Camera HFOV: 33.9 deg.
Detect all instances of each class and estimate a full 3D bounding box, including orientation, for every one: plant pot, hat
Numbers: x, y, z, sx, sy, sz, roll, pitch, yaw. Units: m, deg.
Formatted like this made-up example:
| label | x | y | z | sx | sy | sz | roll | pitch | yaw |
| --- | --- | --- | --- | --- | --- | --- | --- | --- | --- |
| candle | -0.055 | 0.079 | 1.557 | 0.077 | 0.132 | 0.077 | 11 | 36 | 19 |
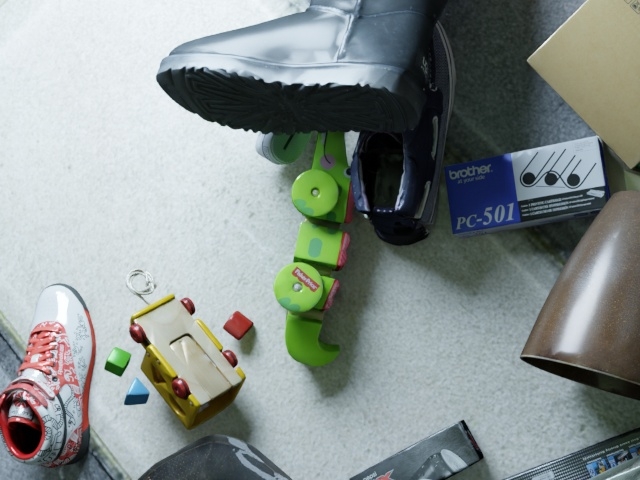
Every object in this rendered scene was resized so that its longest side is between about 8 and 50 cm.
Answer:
| label | x | y | z | sx | sy | sz | roll | pitch | yaw |
| --- | --- | --- | --- | --- | --- | --- | --- | --- | --- |
| plant pot | 0.379 | 0.065 | 1.273 | 0.215 | 0.215 | 0.230 | 16 | 81 | 17 |
| hat | -0.122 | 0.432 | 1.388 | 0.331 | 0.134 | 0.331 | -11 | 61 | 21 |

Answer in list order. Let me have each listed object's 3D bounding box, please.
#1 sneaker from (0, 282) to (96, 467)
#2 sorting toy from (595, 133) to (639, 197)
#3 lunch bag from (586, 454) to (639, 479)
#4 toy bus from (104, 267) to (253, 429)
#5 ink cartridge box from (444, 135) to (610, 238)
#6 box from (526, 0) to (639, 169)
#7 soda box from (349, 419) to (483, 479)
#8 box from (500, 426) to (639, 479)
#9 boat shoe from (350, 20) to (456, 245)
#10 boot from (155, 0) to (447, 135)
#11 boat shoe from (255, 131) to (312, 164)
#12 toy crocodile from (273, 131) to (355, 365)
| label | x | y | z | sx | sy | sz | roll | pitch | yaw |
| --- | --- | --- | --- | --- | --- | --- | --- | --- | --- |
| sneaker | -0.392 | 0.187 | 1.495 | 0.090 | 0.145 | 0.270 | -6 | 79 | 15 |
| sorting toy | 0.472 | -0.080 | 1.354 | 0.208 | 0.038 | 0.193 | -8 | 79 | 14 |
| lunch bag | 0.401 | 0.356 | 1.176 | 0.287 | 0.169 | 0.235 | -26 | 76 | 5 |
| toy bus | -0.202 | 0.165 | 1.469 | 0.191 | 0.104 | 0.202 | 14 | 50 | -11 |
| ink cartridge box | 0.273 | -0.068 | 1.391 | 0.207 | 0.046 | 0.097 | -11 | 78 | 21 |
| box | 0.392 | -0.219 | 1.349 | 0.164 | 0.021 | 0.201 | -45 | 79 | 20 |
| soda box | 0.127 | 0.300 | 1.382 | 0.169 | 0.053 | 0.060 | -30 | 75 | 10 |
| box | 0.379 | 0.356 | 1.299 | 0.270 | 0.060 | 0.216 | -23 | 76 | 11 |
| boat shoe | 0.110 | -0.171 | 1.406 | 0.127 | 0.158 | 0.340 | -2 | 81 | 15 |
| boot | 0.014 | -0.361 | 1.410 | 0.367 | 0.146 | 0.445 | 8 | 66 | 19 |
| boat shoe | -0.023 | -0.211 | 1.491 | 0.226 | 0.083 | 0.076 | -53 | 33 | -11 |
| toy crocodile | 0.000 | 0.000 | 1.435 | 0.105 | 0.115 | 0.340 | 10 | 86 | -2 |
